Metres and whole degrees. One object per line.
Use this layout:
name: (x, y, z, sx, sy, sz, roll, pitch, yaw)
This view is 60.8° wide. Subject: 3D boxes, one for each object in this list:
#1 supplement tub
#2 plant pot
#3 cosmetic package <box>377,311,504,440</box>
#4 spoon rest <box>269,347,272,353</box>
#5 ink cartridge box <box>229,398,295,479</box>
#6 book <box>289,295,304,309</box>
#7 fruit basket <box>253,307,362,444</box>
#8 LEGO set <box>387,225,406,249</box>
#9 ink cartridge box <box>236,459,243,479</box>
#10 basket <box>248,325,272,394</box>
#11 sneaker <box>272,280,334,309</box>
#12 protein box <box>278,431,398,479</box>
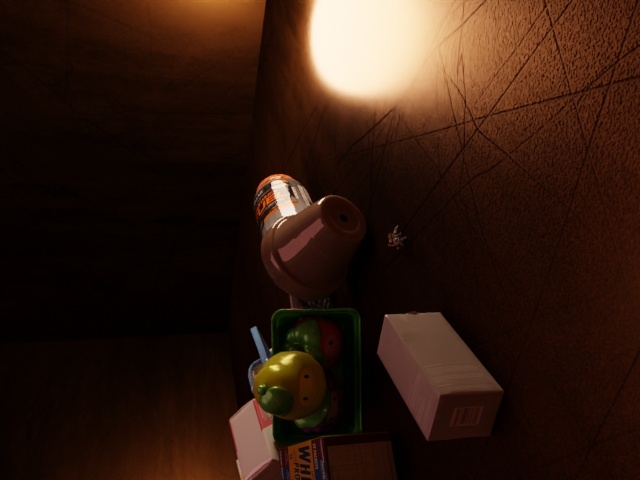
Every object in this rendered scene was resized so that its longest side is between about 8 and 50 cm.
supplement tub: (-0.116, -0.080, 1.875, 0.338, 0.207, 0.207, -115, 30, -53)
plant pot: (0.000, 0.000, 1.482, 0.229, 0.263, 0.263, -47, 43, 42)
cosmetic package: (0.203, 0.231, 0.975, 0.238, 0.127, 0.107, -121, 36, -62)
spoon rest: (-0.187, 0.575, 2.320, 0.276, 0.084, 0.137, -108, 24, -46)
ink cartridge box: (-0.107, 0.602, 1.574, 0.117, 0.283, 0.207, -44, 41, 13)
book: (-0.048, 0.238, 1.844, 0.035, 0.096, 0.144, 115, 149, -55)
fruit basket: (-0.028, 0.365, 1.450, 0.392, 0.283, 0.392, 179, 90, -88)
LEGO set: (0.170, -0.003, 1.252, 0.083, 0.023, 0.054, 126, 140, -63)
ink cartridge box: (-0.153, 0.797, 1.724, 0.232, 0.168, 0.171, -143, 38, -70)
basket: (-0.173, 0.482, 2.020, 0.289, 0.201, 0.255, 63, 177, -31)
sneaker: (-0.030, 0.147, 1.799, 0.283, 0.124, 0.107, 33, 119, 40)
protein box: (0.040, 0.544, 1.293, 0.200, 0.201, 0.136, -38, 52, 46)
